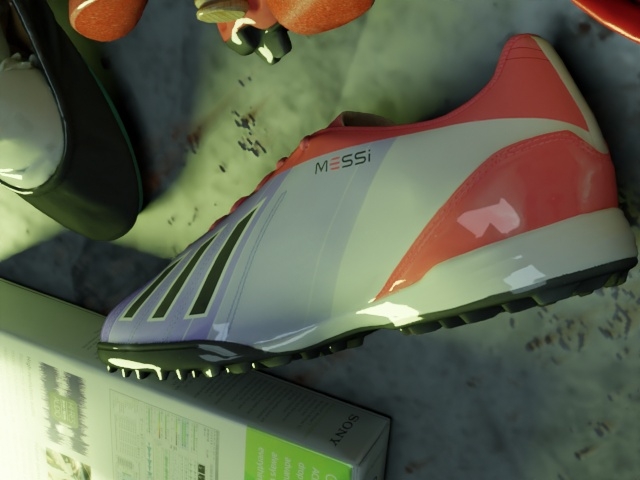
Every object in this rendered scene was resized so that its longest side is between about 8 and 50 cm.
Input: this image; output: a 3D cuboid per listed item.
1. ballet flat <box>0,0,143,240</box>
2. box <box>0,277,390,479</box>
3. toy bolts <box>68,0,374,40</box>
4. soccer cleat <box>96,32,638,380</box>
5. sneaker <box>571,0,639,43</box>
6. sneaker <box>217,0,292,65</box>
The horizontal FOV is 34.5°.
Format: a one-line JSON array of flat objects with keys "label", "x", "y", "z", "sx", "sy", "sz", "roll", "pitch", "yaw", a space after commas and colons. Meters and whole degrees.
[{"label": "ballet flat", "x": -0.193, "y": -0.113, "z": 0.570, "sx": 0.095, "sy": 0.096, "sz": 0.281, "roll": -12, "pitch": 108, "yaw": 33}, {"label": "box", "x": -0.115, "y": 0.172, "z": 0.698, "sx": 0.322, "sy": 0.058, "sz": 0.232, "roll": 18, "pitch": 122, "yaw": 23}, {"label": "toy bolts", "x": 0.008, "y": -0.159, "z": 0.289, "sx": 0.228, "sy": 0.218, "sz": 0.159, "roll": 171, "pitch": 94, "yaw": -68}, {"label": "soccer cleat", "x": 0.000, "y": 0.000, "z": 0.528, "sx": 0.318, "sy": 0.108, "sz": 0.117, "roll": -17, "pitch": 83, "yaw": 38}, {"label": "sneaker", "x": 0.182, "y": -0.086, "z": 0.349, "sx": 0.221, "sy": 0.128, "sz": 0.087, "roll": 9, "pitch": 119, "yaw": 27}, {"label": "sneaker", "x": 0.030, "y": -0.189, "z": 0.402, "sx": 0.276, "sy": 0.097, "sz": 0.135, "roll": -30, "pitch": 99, "yaw": 38}]
